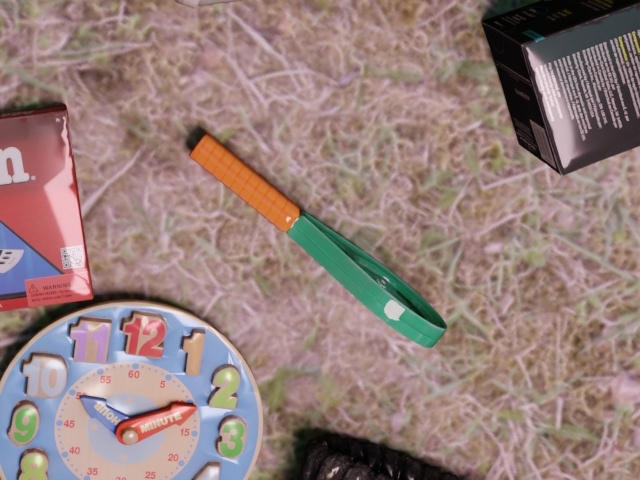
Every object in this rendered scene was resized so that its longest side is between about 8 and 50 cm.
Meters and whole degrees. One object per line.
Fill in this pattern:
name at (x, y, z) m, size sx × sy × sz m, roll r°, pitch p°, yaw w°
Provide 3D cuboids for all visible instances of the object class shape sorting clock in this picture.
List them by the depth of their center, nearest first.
shape sorting clock at (-0.146, 0.142, 1.332) m, size 0.206 × 0.040 × 0.206 m, roll -2°, pitch 105°, yaw -8°

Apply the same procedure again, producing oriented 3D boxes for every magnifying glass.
magnifying glass at (0.000, 0.000, 1.301) m, size 0.231 × 0.092 × 0.026 m, roll 37°, pitch 100°, yaw -6°

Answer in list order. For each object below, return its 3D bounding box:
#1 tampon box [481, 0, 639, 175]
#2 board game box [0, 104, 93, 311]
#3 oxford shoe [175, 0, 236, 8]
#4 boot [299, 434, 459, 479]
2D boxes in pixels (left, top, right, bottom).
tampon box at (0.218, -0.130, 1.273) m, size 0.161 × 0.120 × 0.101 m, roll -20°, pitch 106°, yaw -3°
board game box at (-0.314, -0.009, 1.273) m, size 0.281 × 0.027 × 0.145 m, roll -8°, pitch 105°, yaw -7°
oxford shoe at (-0.014, -0.367, 1.144) m, size 0.130 × 0.169 × 0.449 m, roll 9°, pitch 103°, yaw -6°
boot at (-0.048, 0.268, 1.331) m, size 0.348 × 0.131 × 0.260 m, roll 13°, pitch 110°, yaw -23°
